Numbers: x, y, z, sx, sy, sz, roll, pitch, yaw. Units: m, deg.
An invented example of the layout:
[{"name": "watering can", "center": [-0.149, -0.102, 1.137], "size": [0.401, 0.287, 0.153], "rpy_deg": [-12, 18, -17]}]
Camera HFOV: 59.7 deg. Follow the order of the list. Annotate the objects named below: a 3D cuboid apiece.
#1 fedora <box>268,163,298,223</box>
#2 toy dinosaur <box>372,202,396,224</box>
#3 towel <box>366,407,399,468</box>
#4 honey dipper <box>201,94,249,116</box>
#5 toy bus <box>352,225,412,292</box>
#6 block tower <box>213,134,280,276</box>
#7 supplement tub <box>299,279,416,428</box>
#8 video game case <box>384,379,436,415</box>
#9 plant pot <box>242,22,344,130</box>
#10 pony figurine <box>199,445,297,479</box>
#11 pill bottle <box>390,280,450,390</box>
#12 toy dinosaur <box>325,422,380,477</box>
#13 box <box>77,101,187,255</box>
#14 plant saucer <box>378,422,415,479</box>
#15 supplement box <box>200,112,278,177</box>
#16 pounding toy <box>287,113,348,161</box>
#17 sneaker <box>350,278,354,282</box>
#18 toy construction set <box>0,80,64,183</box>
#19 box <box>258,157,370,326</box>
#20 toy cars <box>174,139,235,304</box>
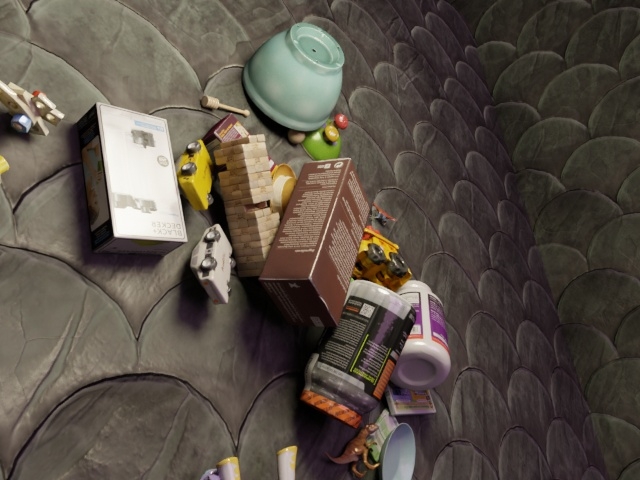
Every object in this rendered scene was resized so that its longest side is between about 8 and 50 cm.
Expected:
[{"name": "fedora", "center": [-0.071, -0.111, 1.470], "size": [0.194, 0.079, 0.194], "rpy_deg": [5, 90, -72]}, {"name": "toy dinosaur", "center": [0.204, -0.096, 1.870], "size": [0.082, 0.090, 0.047], "rpy_deg": [73, 5, -46]}, {"name": "towel", "center": [0.178, 0.540, 1.504], "size": [0.113, 0.023, 0.152], "rpy_deg": [60, 37, -5]}, {"name": "honey dipper", "center": [-0.248, -0.356, 1.493], "size": [0.160, 0.030, 0.030], "rpy_deg": [2, 68, -52]}, {"name": "toy bus", "center": [0.143, 0.037, 1.666], "size": [0.220, 0.149, 0.211], "rpy_deg": [28, 37, -36]}, {"name": "block tower", "center": [-0.162, -0.071, 1.313], "size": [0.091, 0.097, 0.335], "rpy_deg": [-23, 104, -57]}, {"name": "supplement tub", "center": [0.087, 0.271, 1.339], "size": [0.193, 0.193, 0.316], "rpy_deg": [40, 69, -30]}, {"name": "video game case", "center": [0.248, 0.416, 1.641], "size": [0.212, 0.023, 0.193], "rpy_deg": [17, 49, -46]}, {"name": "plant pot", "center": [-0.053, -0.492, 1.606], "size": [0.293, 0.196, 0.293], "rpy_deg": [18, 51, -23]}, {"name": "pony figurine", "center": [-0.099, 0.573, 0.980], "size": [0.351, 0.303, 0.363], "rpy_deg": [20, 40, -54]}, {"name": "pill bottle", "center": [0.274, 0.263, 1.621], "size": [0.181, 0.181, 0.323], "rpy_deg": [48, 26, -22]}, {"name": "toy dinosaur", "center": [0.081, 0.528, 1.378], "size": [0.211, 0.064, 0.112], "rpy_deg": [-19, 73, -54]}, {"name": "box", "center": [-0.384, -0.119, 1.141], "size": [0.169, 0.087, 0.290], "rpy_deg": [7, 65, -49]}, {"name": "plant saucer", "center": [0.192, 0.573, 1.452], "size": [0.195, 0.037, 0.195], "rpy_deg": [-1, 91, -56]}, {"name": "supplement box", "center": [-0.208, -0.211, 1.415], "size": [0.188, 0.081, 0.104], "rpy_deg": [49, 40, -21]}, {"name": "pounding toy", "center": [0.008, -0.349, 1.735], "size": [0.237, 0.110, 0.183], "rpy_deg": [23, 53, -42]}, {"name": "sneaker", "center": [0.071, 0.165, 1.496], "size": [0.295, 0.109, 0.123], "rpy_deg": [32, 22, -37]}, {"name": "toy construction set", "center": [-0.562, -0.181, 0.906], "size": [0.215, 0.151, 0.328], "rpy_deg": [22, 42, -12]}, {"name": "box", "center": [0.000, 0.000, 1.353], "size": [0.191, 0.143, 0.381], "rpy_deg": [63, 33, -42]}, {"name": "toy cars", "center": [-0.271, -0.042, 1.234], "size": [0.176, 0.087, 0.394], "rpy_deg": [40, 35, -77]}]
